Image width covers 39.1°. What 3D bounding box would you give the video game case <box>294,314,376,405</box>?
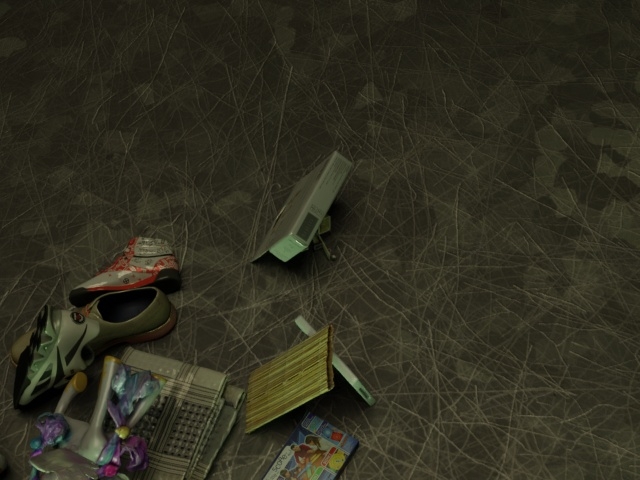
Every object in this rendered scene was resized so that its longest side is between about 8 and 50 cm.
[{"bbox_3d":[0.034,0.265,1.980,0.023,0.183,0.201,-41,61,-4],"label":"video game case"}]

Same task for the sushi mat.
[{"bbox_3d":[-0.070,0.300,1.927,0.019,0.316,0.151,22,53,-29],"label":"sushi mat"}]

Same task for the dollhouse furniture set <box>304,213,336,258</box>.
[{"bbox_3d":[0.000,0.000,2.207,0.091,0.114,0.081,-21,61,-12],"label":"dollhouse furniture set"}]

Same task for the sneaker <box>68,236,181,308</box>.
[{"bbox_3d":[-0.484,0.076,2.214,0.270,0.090,0.145,-12,54,-7],"label":"sneaker"}]

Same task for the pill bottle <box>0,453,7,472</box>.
[{"bbox_3d":[-0.815,0.517,1.896,0.162,0.162,0.278,34,64,25],"label":"pill bottle"}]

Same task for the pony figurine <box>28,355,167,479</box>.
[{"bbox_3d":[-0.459,0.427,1.847,0.351,0.303,0.363,-4,55,45],"label":"pony figurine"}]

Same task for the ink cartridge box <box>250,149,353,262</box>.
[{"bbox_3d":[-0.048,-0.067,2.220,0.060,0.239,0.275,35,60,-12],"label":"ink cartridge box"}]

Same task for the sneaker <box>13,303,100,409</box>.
[{"bbox_3d":[-0.584,0.277,1.994,0.146,0.330,0.122,14,44,-29],"label":"sneaker"}]

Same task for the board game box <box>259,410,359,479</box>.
[{"bbox_3d":[-0.026,0.481,1.926,0.136,0.035,0.201,27,62,21],"label":"board game box"}]

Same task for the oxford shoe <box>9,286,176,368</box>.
[{"bbox_3d":[-0.543,0.191,2.103,0.397,0.146,0.140,-20,59,-8],"label":"oxford shoe"}]

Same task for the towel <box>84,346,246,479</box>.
[{"bbox_3d":[-0.360,0.407,1.995,0.324,0.056,0.312,16,59,15],"label":"towel"}]
